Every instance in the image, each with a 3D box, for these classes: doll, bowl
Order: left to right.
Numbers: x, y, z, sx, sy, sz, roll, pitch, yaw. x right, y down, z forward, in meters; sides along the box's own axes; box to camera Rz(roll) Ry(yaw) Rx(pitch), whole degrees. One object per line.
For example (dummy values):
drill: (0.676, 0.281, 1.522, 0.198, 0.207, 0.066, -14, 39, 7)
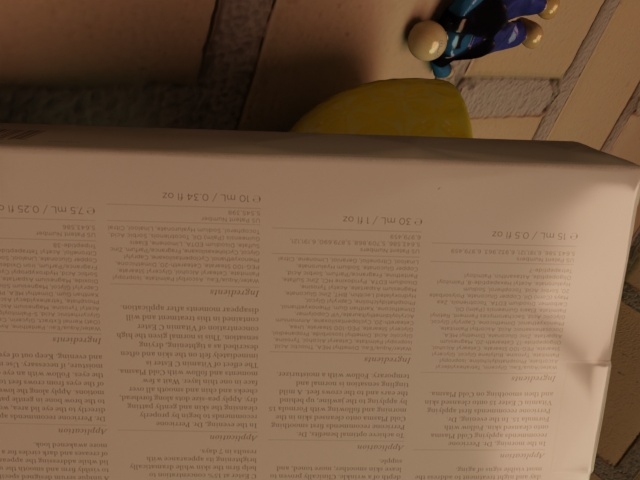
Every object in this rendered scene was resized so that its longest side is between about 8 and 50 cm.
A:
bowl: (0.000, 0.000, 0.598, 0.156, 0.289, 0.290, 8, 126, -10)
doll: (0.158, -0.216, 0.726, 0.189, 0.046, 0.129, -22, 149, -32)

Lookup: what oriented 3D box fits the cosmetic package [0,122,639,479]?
cosmetic package: (-0.033, 0.081, 0.427, 0.097, 0.377, 0.285, -100, -168, -74)
